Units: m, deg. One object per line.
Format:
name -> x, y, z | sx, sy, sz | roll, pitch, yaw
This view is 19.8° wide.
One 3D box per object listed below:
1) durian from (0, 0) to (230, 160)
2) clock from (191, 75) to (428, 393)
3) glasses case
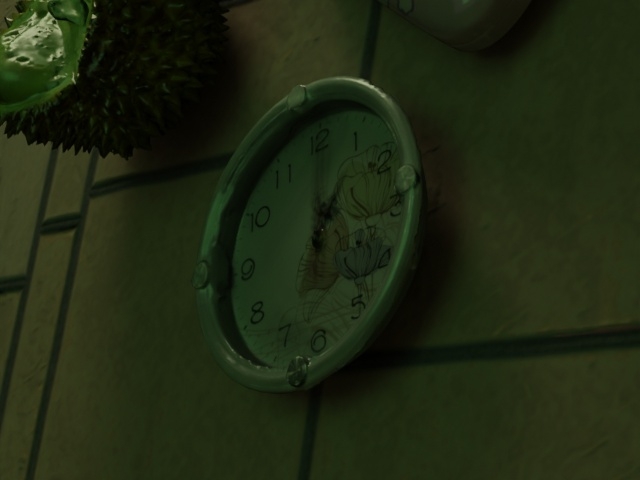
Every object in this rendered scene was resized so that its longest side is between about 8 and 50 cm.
durian -> -0.170, -0.180, 1.494 | 0.200, 0.176, 0.237 | 9, 84, 40
clock -> 0.000, 0.000, 1.311 | 0.236, 0.053, 0.236 | -26, 54, 41
glasses case -> 0.060, -0.231, 1.340 | 0.113, 0.075, 0.297 | -60, 39, 10
